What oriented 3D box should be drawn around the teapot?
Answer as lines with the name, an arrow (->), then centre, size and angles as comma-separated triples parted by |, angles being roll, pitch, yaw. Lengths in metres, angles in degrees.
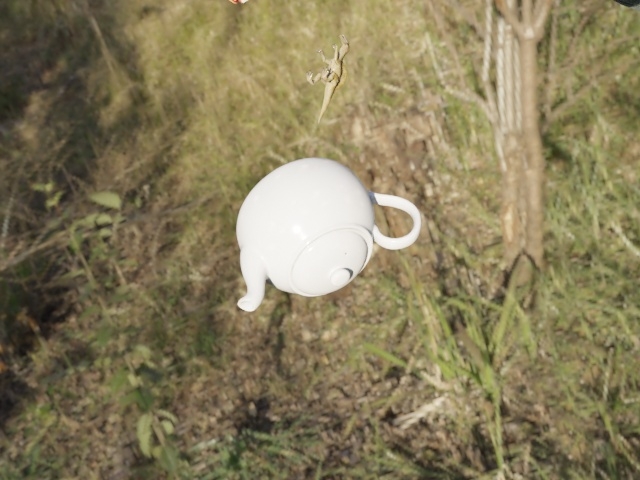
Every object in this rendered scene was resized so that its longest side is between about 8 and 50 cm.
teapot -> 0.000, 0.000, 1.459 | 0.256, 0.252, 0.187 | -51, 49, 19

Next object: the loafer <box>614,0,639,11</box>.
loafer -> 0.511, -0.353, 1.260 | 0.096, 0.267, 0.084 | -49, 29, 44

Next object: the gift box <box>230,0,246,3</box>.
gift box -> -0.110, -0.538, 1.377 | 0.258, 0.255, 0.276 | -30, 19, 13

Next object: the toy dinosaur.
toy dinosaur -> 0.020, -0.320, 1.753 | 0.053, 0.183, 0.092 | 23, 8, 37
